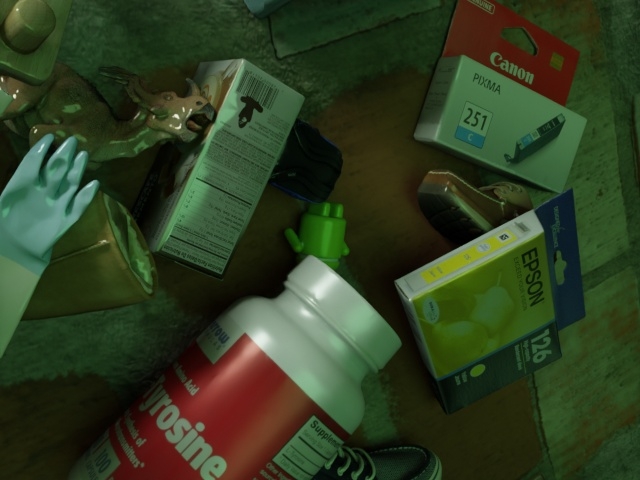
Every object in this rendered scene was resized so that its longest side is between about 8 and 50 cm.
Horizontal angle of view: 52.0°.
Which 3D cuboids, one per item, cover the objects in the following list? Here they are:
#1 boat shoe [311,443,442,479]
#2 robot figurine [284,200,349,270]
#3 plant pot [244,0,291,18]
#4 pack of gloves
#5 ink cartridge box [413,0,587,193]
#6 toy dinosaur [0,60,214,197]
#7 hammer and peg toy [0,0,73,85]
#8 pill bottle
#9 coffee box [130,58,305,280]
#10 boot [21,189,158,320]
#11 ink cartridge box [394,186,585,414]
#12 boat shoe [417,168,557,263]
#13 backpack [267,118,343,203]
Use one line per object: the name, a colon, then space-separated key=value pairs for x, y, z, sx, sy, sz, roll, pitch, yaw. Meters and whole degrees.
boat shoe: x=0.036 y=0.358 z=1.000 sx=0.340 sy=0.127 sz=0.158 roll=-18 pitch=114 yaw=-23
robot figurine: x=0.000 y=0.000 z=0.953 sx=0.101 sy=0.067 sz=0.115 roll=3 pitch=98 yaw=-40
plant pot: x=0.002 y=-0.446 z=0.768 sx=0.247 sy=0.252 sz=0.248 roll=-40 pitch=115 yaw=-17
pack of gloves: x=-0.339 y=-0.029 z=0.619 sx=0.195 sy=0.046 sz=0.232 roll=31 pitch=93 yaw=-4
ink cartridge box: x=0.318 y=-0.242 z=1.079 sx=0.296 sy=0.066 sz=0.261 roll=16 pitch=93 yaw=-29
toy dinosaur: x=-0.291 y=-0.154 z=0.749 sx=0.295 sy=0.127 sz=0.200 roll=32 pitch=73 yaw=-13
hammer and peg toy: x=-0.332 y=-0.354 z=0.621 sx=0.266 sy=0.127 sz=0.361 roll=22 pitch=68 yaw=-36
pill bottle: x=-0.095 y=0.222 z=0.837 sx=0.408 sy=0.229 sz=0.229 roll=-46 pitch=116 yaw=-9
coffee box: x=-0.137 y=-0.092 z=0.822 sx=0.098 sy=0.141 sz=0.247 roll=26 pitch=88 yaw=-33
boot: x=-0.339 y=-0.007 z=0.691 sx=0.269 sy=0.089 sz=0.236 roll=-15 pitch=122 yaw=11
ink cartridge box: x=0.295 y=0.110 z=1.040 sx=0.307 sy=0.072 sz=0.304 roll=-26 pitch=128 yaw=-2
boat shoe: x=0.285 y=-0.036 z=1.077 sx=0.324 sy=0.122 sz=0.120 roll=33 pitch=78 yaw=-37
backpack: x=-0.034 y=-0.112 z=0.895 sx=0.120 sy=0.101 sz=0.098 roll=24 pitch=94 yaw=-38
